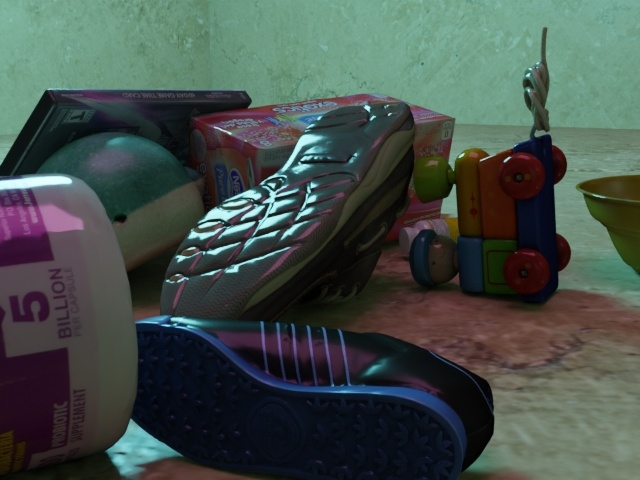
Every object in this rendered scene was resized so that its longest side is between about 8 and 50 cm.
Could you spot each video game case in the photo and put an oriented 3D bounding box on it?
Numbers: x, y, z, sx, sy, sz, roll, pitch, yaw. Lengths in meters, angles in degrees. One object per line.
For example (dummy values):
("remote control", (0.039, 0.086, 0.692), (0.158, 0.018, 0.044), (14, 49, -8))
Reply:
("video game case", (-0.225, -0.097, 0.972), (0.274, 0.026, 0.196), (-11, -27, -50))

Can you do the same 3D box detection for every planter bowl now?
("planter bowl", (0.375, -0.011, 0.893), (0.217, 0.090, 0.217), (-2, 12, 0))

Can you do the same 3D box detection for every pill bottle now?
("pill bottle", (0.134, -0.003, 0.999), (0.083, 0.043, 0.043), (-5, 12, -17))
("pill bottle", (-0.262, 0.060, 0.444), (0.301, 0.169, 0.169), (-9, 14, -29))

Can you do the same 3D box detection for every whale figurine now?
("whale figurine", (-0.230, -0.035, 0.921), (0.216, 0.141, 0.272), (-30, 8, -13))

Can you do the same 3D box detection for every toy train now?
("toy train", (0.153, -0.068, 0.826), (0.143, 0.248, 0.105), (0, 11, 29))

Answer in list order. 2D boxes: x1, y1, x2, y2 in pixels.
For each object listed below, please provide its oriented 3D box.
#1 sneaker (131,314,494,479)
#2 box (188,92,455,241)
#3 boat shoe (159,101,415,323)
("sneaker", (-0.013, 0.089, 0.510), (0.232, 0.081, 0.090), (12, 14, 25))
("box", (0.003, -0.076, 1.031), (0.300, 0.154, 0.142), (-14, 29, -39))
("boat shoe", (0.000, 0.000, 0.781), (0.132, 0.130, 0.355), (5, 36, 36))
